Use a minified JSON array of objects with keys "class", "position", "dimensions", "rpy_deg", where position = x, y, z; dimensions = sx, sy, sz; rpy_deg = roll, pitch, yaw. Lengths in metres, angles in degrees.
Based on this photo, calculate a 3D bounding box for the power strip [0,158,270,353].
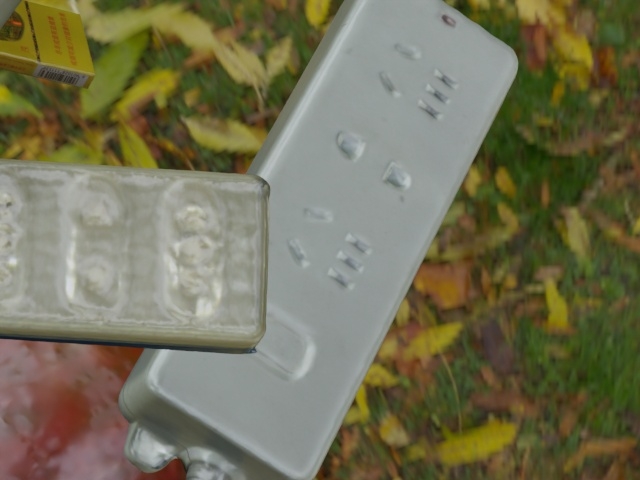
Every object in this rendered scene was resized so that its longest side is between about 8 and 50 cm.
[{"class":"power strip","position":[-0.078,0.004,0.617],"dimensions":[0.123,0.032,0.056],"rpy_deg":[4,76,-12]}]

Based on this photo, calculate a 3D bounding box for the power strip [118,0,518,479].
[{"class":"power strip","position":[0.000,0.000,0.967],"dimensions":[0.098,0.058,0.338],"rpy_deg":[34,60,-11]}]

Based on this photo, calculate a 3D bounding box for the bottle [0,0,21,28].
[{"class":"bottle","position":[-0.319,-0.175,1.553],"dimensions":[0.104,0.245,0.104],"rpy_deg":[18,53,-26]}]

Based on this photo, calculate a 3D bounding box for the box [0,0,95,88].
[{"class":"box","position":[-0.282,-0.187,1.735],"dimensions":[0.155,0.023,0.087],"rpy_deg":[12,45,-31]}]

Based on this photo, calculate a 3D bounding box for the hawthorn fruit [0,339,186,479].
[{"class":"hawthorn fruit","position":[-0.269,0.184,1.320],"dimensions":[0.403,0.403,0.402],"rpy_deg":[-2,74,6]}]
